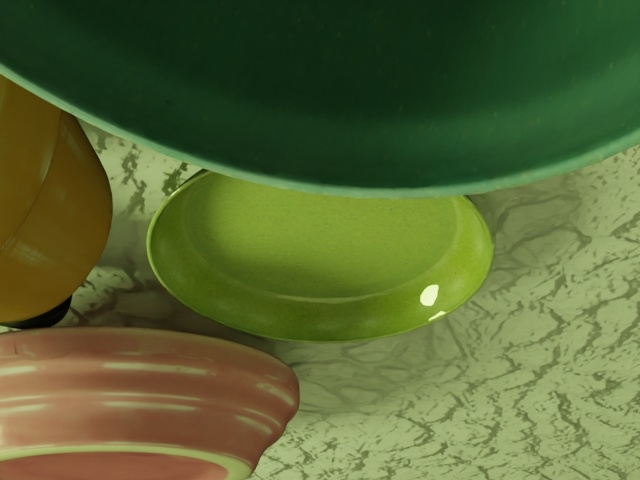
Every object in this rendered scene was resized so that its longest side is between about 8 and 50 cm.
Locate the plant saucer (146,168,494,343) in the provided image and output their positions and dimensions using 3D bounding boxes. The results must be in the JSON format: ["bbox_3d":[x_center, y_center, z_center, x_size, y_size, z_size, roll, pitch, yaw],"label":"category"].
[{"bbox_3d":[0.000,0.000,0.714,0.241,0.037,0.241,1,146,1],"label":"plant saucer"}]

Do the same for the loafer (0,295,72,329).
[{"bbox_3d":[-0.274,0.004,0.702,0.220,0.080,0.078,9,142,-28],"label":"loafer"}]

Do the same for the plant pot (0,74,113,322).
[{"bbox_3d":[-0.210,-0.038,0.544,0.205,0.205,0.188,-8,159,13],"label":"plant pot"}]

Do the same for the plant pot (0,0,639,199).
[{"bbox_3d":[0.004,-0.176,0.293,0.293,0.196,0.293,12,147,8],"label":"plant pot"}]

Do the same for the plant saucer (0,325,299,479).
[{"bbox_3d":[-0.183,0.161,0.860,0.332,0.084,0.332,-2,156,-1],"label":"plant saucer"}]
